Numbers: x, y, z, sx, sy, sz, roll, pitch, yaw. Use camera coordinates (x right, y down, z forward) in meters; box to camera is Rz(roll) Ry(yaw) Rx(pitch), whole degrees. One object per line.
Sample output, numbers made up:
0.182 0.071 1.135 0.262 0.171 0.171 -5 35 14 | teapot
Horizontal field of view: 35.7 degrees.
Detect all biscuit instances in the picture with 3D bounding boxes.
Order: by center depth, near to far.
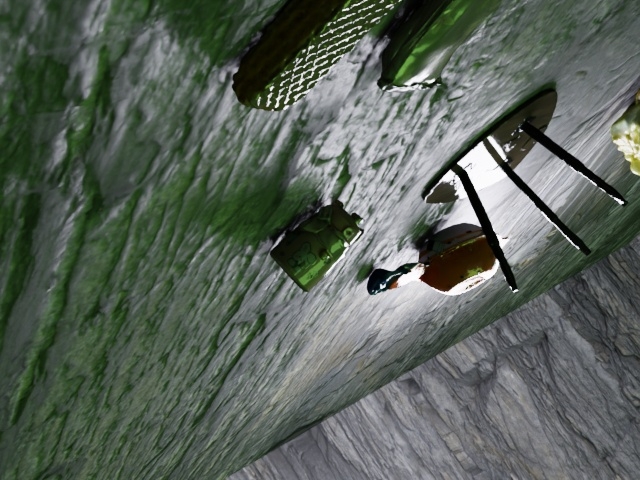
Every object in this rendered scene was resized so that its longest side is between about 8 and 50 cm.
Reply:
0.054 -0.277 1.042 0.379 0.054 0.094 -43 161 18 | biscuit

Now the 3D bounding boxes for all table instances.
0.409 -0.086 1.856 0.317 0.249 0.317 -33 162 -12 | table

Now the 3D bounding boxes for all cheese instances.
0.256 0.051 2.123 0.330 0.129 0.217 -17 159 -20 | cheese

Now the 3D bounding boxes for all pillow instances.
0.164 -0.283 1.230 0.169 0.059 0.255 -12 148 -53 | pillow

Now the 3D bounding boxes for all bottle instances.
0.000 0.000 1.582 0.152 0.099 0.099 -43 162 -2 | bottle

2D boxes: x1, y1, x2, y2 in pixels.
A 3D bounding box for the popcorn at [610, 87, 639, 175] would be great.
0.813 -0.241 2.150 0.312 0.312 0.312 -33 162 -12 | popcorn
